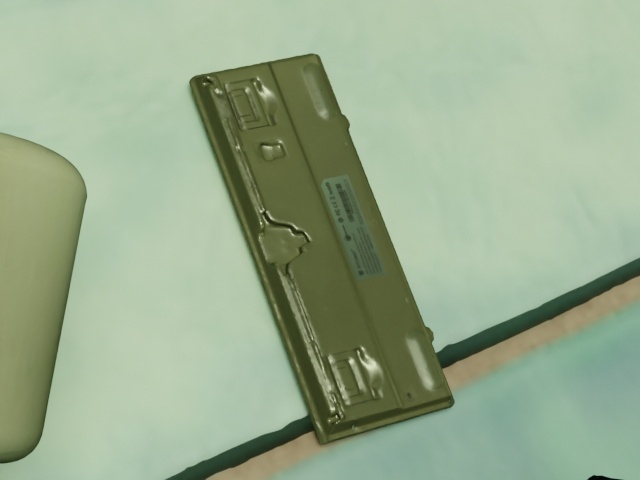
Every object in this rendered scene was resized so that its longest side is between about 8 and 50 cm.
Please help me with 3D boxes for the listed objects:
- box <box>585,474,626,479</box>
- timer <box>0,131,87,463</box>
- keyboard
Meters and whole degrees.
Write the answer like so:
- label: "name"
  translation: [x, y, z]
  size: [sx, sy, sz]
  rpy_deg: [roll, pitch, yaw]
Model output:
- label: "box"
  translation: [0.155, 0.235, 0.532]
  size: [0.261, 0.116, 0.279]
  rpy_deg: [16, 64, -11]
- label: "timer"
  translation: [-0.148, 0.109, 0.482]
  size: [0.175, 0.175, 0.266]
  rpy_deg: [3, 83, -18]
- label: "keyboard"
  translation: [0.000, 0.000, 0.638]
  size: [0.049, 0.015, 0.129]
  rpy_deg: [-13, 72, -29]
